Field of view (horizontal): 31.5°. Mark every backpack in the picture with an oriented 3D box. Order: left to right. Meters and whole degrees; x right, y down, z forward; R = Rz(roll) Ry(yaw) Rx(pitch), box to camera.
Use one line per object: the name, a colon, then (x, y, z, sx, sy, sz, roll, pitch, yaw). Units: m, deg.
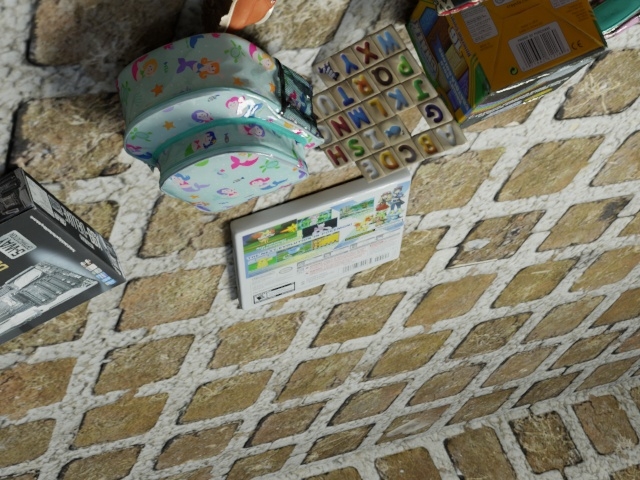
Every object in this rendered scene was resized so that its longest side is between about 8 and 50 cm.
backpack: (-0.141, -0.157, 1.501, 0.225, 0.191, 0.253, -19, 152, 23)

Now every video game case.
video game case: (0.000, 0.000, 2.070, 0.329, 0.036, 0.300, -18, 153, -11)

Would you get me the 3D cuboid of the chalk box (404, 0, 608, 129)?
chalk box: (0.240, -0.275, 1.572, 0.180, 0.179, 0.289, -22, 177, -9)

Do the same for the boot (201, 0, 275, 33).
boot: (-0.086, -0.317, 1.407, 0.085, 0.059, 0.158, -12, 159, -30)

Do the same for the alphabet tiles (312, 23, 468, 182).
alphabet tiles: (0.071, -0.185, 1.638, 0.237, 0.198, 0.009, -21, -159, 44)

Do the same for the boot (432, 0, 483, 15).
boot: (0.175, -0.369, 1.304, 0.085, 0.178, 0.236, -17, -177, -21)

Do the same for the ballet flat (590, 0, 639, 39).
ballet flat: (0.515, -0.386, 1.777, 0.221, 0.077, 0.079, -32, 171, 24)

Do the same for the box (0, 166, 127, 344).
box: (-0.466, 0.034, 1.691, 0.242, 0.076, 0.307, -27, 153, 4)
